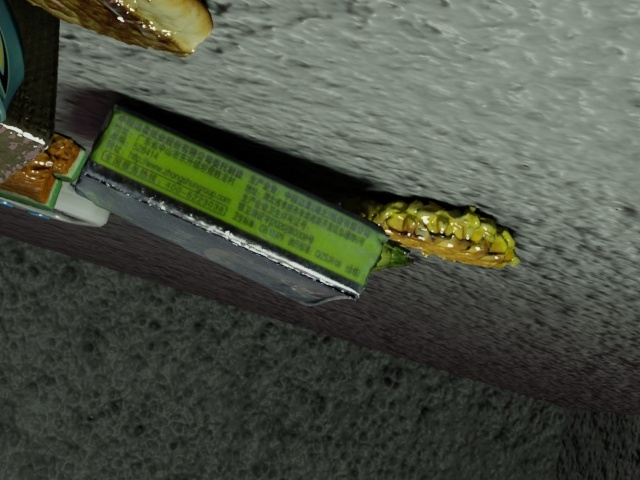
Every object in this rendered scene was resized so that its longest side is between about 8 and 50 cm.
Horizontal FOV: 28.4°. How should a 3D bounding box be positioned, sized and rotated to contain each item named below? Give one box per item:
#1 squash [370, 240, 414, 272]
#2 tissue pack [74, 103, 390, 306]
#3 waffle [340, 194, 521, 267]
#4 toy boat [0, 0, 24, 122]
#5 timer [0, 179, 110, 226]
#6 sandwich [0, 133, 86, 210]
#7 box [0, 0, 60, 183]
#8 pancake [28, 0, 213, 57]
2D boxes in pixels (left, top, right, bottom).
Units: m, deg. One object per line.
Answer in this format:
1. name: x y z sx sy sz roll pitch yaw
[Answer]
1. squash: 0.000 0.000 1.969 0.340 0.095 0.094 19 169 -26
2. tissue pack: -0.131 -0.041 1.716 0.394 0.124 0.288 25 172 -11
3. waffle: 0.161 -0.012 1.789 0.243 0.059 0.237 10 172 40
4. toy boat: -0.312 -0.193 1.008 0.114 0.122 0.296 40 157 31
5. timer: -0.499 -0.098 2.185 0.262 0.087 0.237 23 168 -40
6. sandwich: -0.488 -0.132 1.910 0.292 0.109 0.212 23 168 -38
7. box: -0.400 -0.136 1.288 0.273 0.184 0.143 -29 141 36
8. pancake: -0.222 -0.241 1.129 0.244 0.057 0.266 18 171 46
